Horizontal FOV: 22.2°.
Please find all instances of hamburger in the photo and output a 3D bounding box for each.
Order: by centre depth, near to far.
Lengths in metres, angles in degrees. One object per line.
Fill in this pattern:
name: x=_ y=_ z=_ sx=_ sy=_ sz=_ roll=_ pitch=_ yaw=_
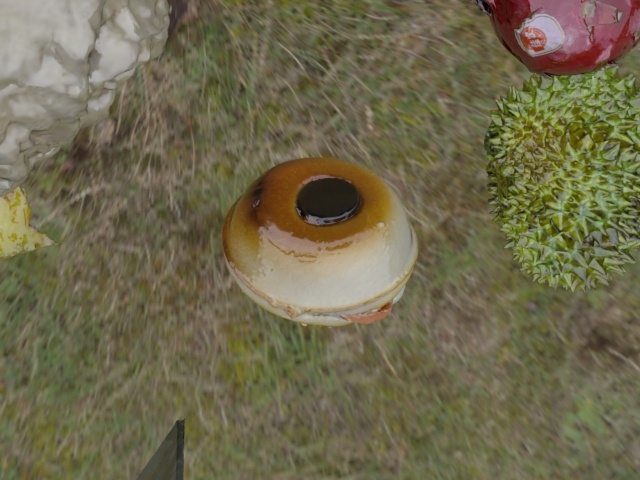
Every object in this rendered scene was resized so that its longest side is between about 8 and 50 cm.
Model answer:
hamburger: x=-0.003 y=0.002 z=1.875 sx=0.236 sy=0.237 sz=0.147 roll=0 pitch=134 yaw=-5

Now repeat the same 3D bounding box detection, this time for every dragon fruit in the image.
dragon fruit: x=0.128 y=-0.159 z=1.062 sx=0.190 sy=0.094 sz=0.094 roll=15 pitch=99 yaw=-10

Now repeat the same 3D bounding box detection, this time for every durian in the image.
durian: x=0.294 y=-0.082 z=1.902 sx=0.224 sy=0.291 sz=0.291 roll=24 pitch=98 yaw=17

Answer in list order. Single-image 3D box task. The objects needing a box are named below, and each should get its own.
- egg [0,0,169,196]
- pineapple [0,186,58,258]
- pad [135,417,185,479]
egg: x=-0.236 y=-0.147 z=0.882 sx=0.310 sy=0.279 sz=0.279 roll=-1 pitch=101 yaw=21
pineapple: x=-0.357 y=-0.036 z=1.251 sx=0.249 sy=0.139 sz=0.164 roll=-17 pitch=92 yaw=-31
pad: x=-0.143 y=0.274 z=0.890 sx=0.007 sy=0.367 sz=0.248 roll=31 pitch=107 yaw=-15
